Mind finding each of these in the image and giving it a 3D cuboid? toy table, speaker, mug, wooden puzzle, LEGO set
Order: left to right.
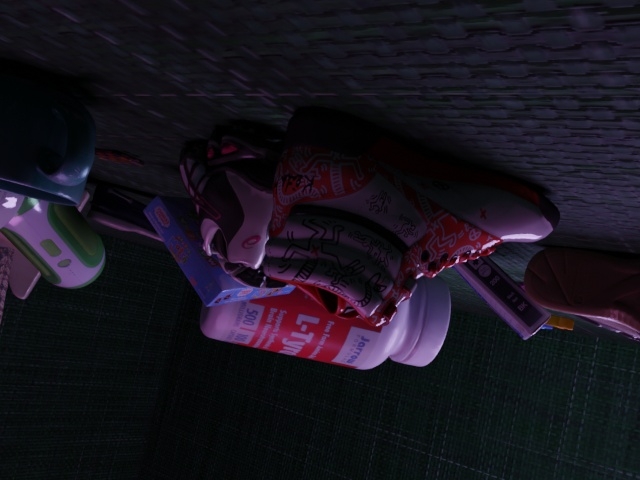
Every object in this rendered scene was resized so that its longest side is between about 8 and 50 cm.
[{"bbox_3d":[-0.605,-0.027,1.358,0.161,0.252,0.274,29,-178,-5],"label":"toy table"},{"bbox_3d":[-0.255,-0.092,0.595,0.158,0.097,0.129,12,173,4],"label":"mug"},{"bbox_3d":[-0.468,-0.026,1.139,0.131,0.131,0.296,12,153,10],"label":"speaker"},{"bbox_3d":[-0.266,-0.109,0.883,0.083,0.006,0.049,9,173,32],"label":"wooden puzzle"},{"bbox_3d":[0.396,0.119,1.224,0.093,0.087,0.227,13,173,-1],"label":"LEGO set"}]

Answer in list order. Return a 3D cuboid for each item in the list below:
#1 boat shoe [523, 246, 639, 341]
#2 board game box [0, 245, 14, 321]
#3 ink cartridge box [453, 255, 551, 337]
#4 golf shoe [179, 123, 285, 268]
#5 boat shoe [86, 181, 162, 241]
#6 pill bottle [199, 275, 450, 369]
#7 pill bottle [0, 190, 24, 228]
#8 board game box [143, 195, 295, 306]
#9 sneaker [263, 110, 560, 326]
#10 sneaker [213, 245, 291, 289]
[{"bbox_3d":[0.385,0.071,0.779,0.285,0.102,0.092,12,180,40],"label":"boat shoe"},{"bbox_3d":[-0.690,0.056,1.065,0.291,0.141,0.232,2,169,29],"label":"board game box"},{"bbox_3d":[0.235,0.054,0.966,0.208,0.045,0.206,45,-176,17],"label":"ink cartridge box"},{"bbox_3d":[-0.098,-0.037,0.685,0.105,0.120,0.273,13,175,-16],"label":"golf shoe"},{"bbox_3d":[-0.307,-0.040,1.267,0.255,0.079,0.095,18,174,-24],"label":"boat shoe"},{"bbox_3d":[0.009,0.101,1.195,0.408,0.228,0.229,14,174,-13],"label":"pill bottle"},{"bbox_3d":[-0.469,-0.094,0.727,0.162,0.162,0.278,10,174,21],"label":"pill bottle"},{"bbox_3d":[-0.130,0.011,0.944,0.160,0.039,0.211,53,-158,16],"label":"board game box"},{"bbox_3d":[0.078,0.004,0.555,0.270,0.144,0.090,16,173,-29],"label":"sneaker"},{"bbox_3d":[0.000,0.000,0.920,0.330,0.129,0.147,13,-165,-31],"label":"sneaker"}]
